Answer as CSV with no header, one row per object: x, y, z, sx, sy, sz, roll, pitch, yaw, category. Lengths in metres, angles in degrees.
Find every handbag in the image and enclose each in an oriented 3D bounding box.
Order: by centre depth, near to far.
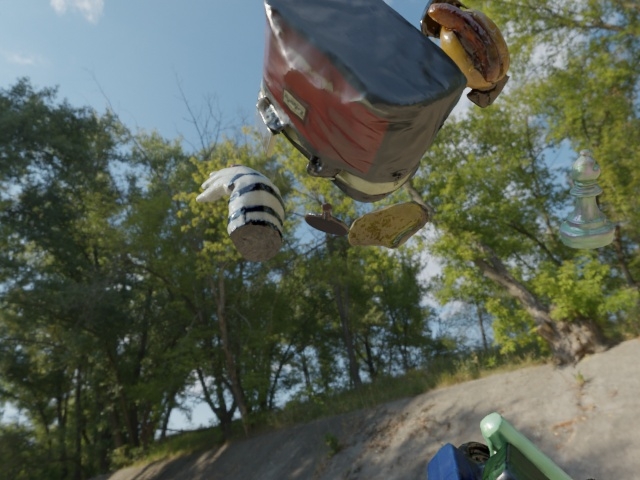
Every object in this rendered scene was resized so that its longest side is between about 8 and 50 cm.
0.030,-0.176,0.517,0.181,0.254,0.181,-34,-19,-27,handbag

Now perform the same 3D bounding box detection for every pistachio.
0.135,-0.026,0.842,0.172,0.090,0.049,-17,13,-5,pistachio

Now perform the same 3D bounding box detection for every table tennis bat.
0.000,0.000,0.936,0.107,0.119,0.170,15,-16,5,table tennis bat

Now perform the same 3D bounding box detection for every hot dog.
0.400,-0.530,1.143,0.194,0.326,0.107,-51,4,8,hot dog

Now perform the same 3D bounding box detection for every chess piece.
0.749,-0.123,1.176,0.138,0.139,0.272,-13,-68,4,chess piece

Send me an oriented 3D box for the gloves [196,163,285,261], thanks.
-0.126,-0.072,0.728,0.140,0.219,0.131,25,-51,-38,gloves

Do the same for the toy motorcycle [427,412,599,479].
0.205,0.274,0.263,0.125,0.331,0.196,-55,-18,16,toy motorcycle

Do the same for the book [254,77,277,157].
-0.157,-0.421,1.289,0.021,0.311,0.217,7,-55,-22,book
